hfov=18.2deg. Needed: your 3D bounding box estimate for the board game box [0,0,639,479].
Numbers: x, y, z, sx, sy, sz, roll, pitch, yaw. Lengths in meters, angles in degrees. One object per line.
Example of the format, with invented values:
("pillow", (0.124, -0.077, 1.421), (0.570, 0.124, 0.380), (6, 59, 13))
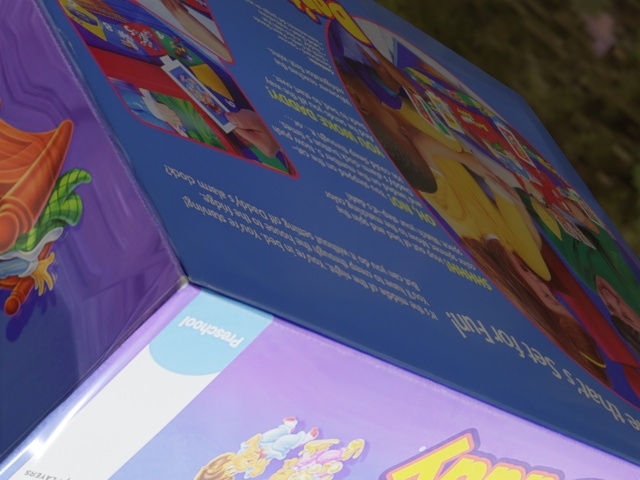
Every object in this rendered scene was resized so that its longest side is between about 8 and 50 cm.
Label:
("board game box", (0.000, 0.000, 0.607), (0.078, 0.233, 0.347), (-43, 142, 17))
